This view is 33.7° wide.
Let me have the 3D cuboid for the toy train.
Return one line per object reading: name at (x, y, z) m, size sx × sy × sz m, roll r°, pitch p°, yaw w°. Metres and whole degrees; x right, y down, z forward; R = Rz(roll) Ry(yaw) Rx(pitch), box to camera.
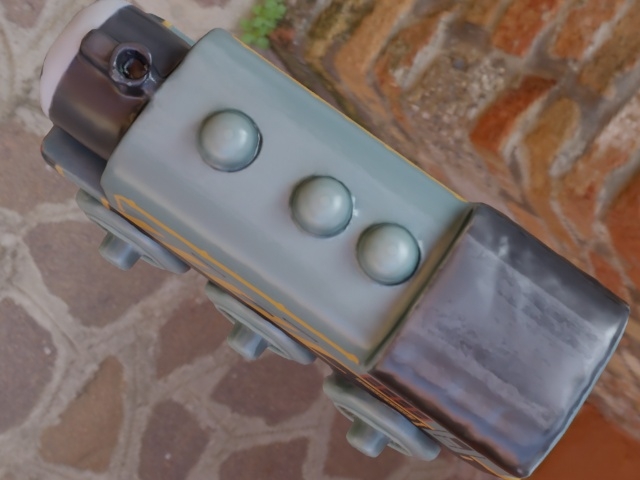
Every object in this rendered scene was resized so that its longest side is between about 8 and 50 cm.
toy train at (0.000, 0.000, 0.548) m, size 0.334 × 0.190 × 0.142 m, roll 37°, pitch 78°, yaw 0°
